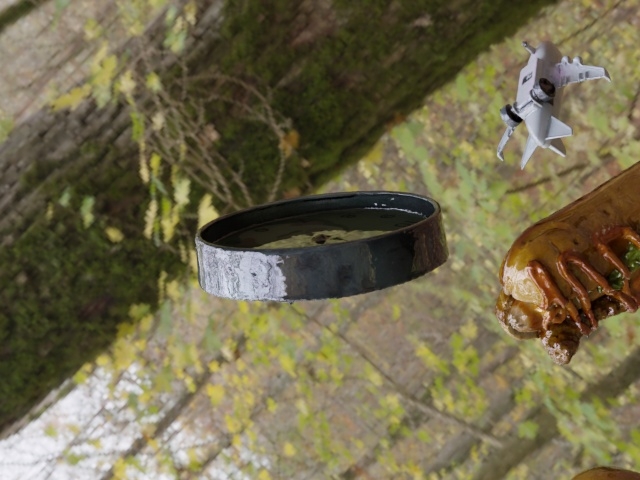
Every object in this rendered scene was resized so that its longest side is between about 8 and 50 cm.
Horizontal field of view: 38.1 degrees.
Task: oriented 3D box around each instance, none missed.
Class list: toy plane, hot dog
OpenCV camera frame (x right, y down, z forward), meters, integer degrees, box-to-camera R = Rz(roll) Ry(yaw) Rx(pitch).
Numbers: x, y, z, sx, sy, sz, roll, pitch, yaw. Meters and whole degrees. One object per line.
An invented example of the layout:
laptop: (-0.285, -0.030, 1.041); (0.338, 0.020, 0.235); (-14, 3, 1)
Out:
toy plane: (0.370, -0.248, 1.546); (0.101, 0.255, 0.251); (24, 143, -23)
hot dog: (0.332, 0.000, 0.961); (0.117, 0.349, 0.158); (47, 154, 31)

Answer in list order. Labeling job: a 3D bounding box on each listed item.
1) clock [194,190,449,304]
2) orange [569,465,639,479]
clock: (0.001, 0.001, 1.159); (0.319, 0.319, 0.066); (-152, 53, -66)
orange: (0.355, 0.328, 1.115); (0.160, 0.170, 0.112); (62, -159, -62)
